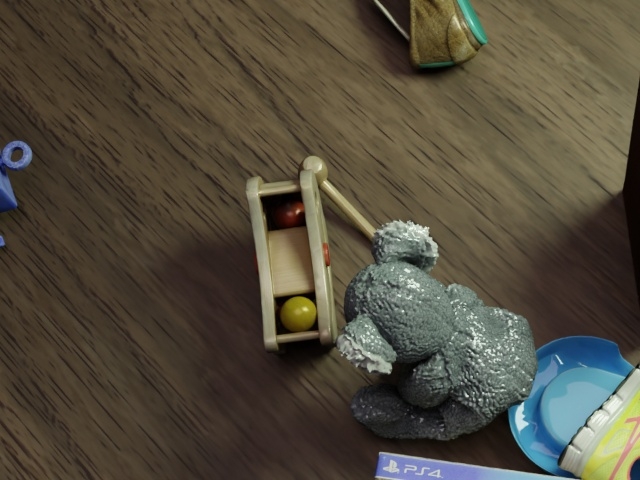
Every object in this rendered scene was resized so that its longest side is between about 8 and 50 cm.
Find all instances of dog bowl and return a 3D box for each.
[{"bbox_3d":[0.351,0.214,1.540,0.297,0.074,0.166,16,67,16],"label":"dog bowl"}]

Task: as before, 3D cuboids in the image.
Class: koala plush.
[{"bbox_3d":[0.106,0.094,1.517,0.203,0.221,0.196,4,59,43],"label":"koala plush"}]

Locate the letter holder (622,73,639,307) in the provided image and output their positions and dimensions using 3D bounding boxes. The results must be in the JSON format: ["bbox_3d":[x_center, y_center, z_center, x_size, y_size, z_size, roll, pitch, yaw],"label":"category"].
[{"bbox_3d":[0.422,-0.038,1.526,0.152,0.302,0.214,-3,63,6],"label":"letter holder"}]

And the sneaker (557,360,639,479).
[{"bbox_3d":[0.345,0.184,1.477,0.094,0.081,0.208,41,81,16],"label":"sneaker"}]

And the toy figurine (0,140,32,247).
[{"bbox_3d":[-0.456,-0.063,1.736,0.217,0.191,0.363,-20,64,-8],"label":"toy figurine"}]

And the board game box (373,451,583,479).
[{"bbox_3d":[0.154,0.388,1.441,0.232,0.141,0.291,6,65,11],"label":"board game box"}]

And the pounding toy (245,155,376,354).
[{"bbox_3d":[0.000,0.000,1.650,0.154,0.154,0.270,-8,63,4],"label":"pounding toy"}]

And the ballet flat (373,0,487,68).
[{"bbox_3d":[0.115,-0.366,1.857,0.124,0.116,0.342,-23,65,18],"label":"ballet flat"}]
